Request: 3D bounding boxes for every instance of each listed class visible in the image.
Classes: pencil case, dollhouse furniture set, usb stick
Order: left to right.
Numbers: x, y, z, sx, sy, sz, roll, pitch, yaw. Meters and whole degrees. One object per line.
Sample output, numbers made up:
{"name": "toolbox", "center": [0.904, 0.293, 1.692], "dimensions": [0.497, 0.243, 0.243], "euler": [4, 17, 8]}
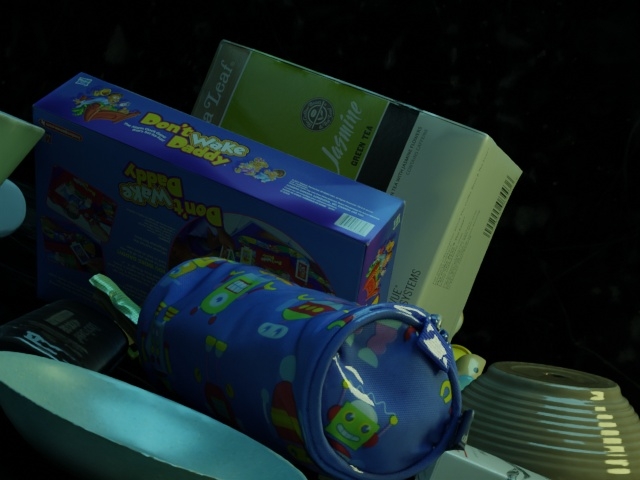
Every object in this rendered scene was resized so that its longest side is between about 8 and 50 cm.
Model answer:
{"name": "usb stick", "center": [-0.183, 0.078, 0.970], "dimensions": [0.077, 0.045, 0.278], "euler": [31, -1, -3]}
{"name": "dollhouse furniture set", "center": [-0.146, 0.062, 1.161], "dimensions": [0.076, 0.058, 0.151], "euler": [49, -15, 9]}
{"name": "pencil case", "center": [-0.021, 0.083, 0.975], "dimensions": [0.306, 0.133, 0.119], "euler": [10, -44, 59]}

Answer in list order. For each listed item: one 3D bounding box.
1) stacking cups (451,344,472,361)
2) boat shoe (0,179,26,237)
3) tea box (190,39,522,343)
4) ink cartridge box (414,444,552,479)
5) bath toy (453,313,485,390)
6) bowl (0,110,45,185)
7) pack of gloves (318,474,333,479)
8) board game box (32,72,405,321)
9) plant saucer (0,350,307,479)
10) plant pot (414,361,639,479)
{"name": "stacking cups", "center": [0.126, 0.181, 2.089], "dimensions": [0.096, 0.096, 0.316], "euler": [23, 1, 37]}
{"name": "boat shoe", "center": [-0.476, -0.066, 1.581], "dimensions": [0.267, 0.096, 0.088], "euler": [18, -27, -27]}
{"name": "tea box", "center": [0.000, 0.000, 1.509], "dimensions": [0.323, 0.329, 0.220], "euler": [23, 1, 19]}
{"name": "ink cartridge box", "center": [0.127, 0.197, 1.035], "dimensions": [0.180, 0.060, 0.104], "euler": [22, 0, 1]}
{"name": "bath toy", "center": [0.061, 0.062, 1.717], "dimensions": [0.348, 0.151, 0.129], "euler": [50, 9, -8]}
{"name": "bowl", "center": [-0.410, -0.081, 1.163], "dimensions": [0.311, 0.163, 0.311], "euler": [23, -1, 0]}
{"name": "pack of gloves", "center": [0.069, 0.194, 0.843], "dimensions": [0.232, 0.046, 0.195], "euler": [13, -2, 40]}
{"name": "board game box", "center": [-0.107, 0.012, 1.288], "dimensions": [0.347, 0.233, 0.078], "euler": [23, 40, 18]}
{"name": "plant saucer", "center": [-0.102, 0.115, 0.759], "dimensions": [0.195, 0.037, 0.195], "euler": [23, -1, 0]}
{"name": "plant pot", "center": [0.204, 0.175, 1.247], "dimensions": [0.237, 0.109, 0.237], "euler": [7, 5, -1]}
